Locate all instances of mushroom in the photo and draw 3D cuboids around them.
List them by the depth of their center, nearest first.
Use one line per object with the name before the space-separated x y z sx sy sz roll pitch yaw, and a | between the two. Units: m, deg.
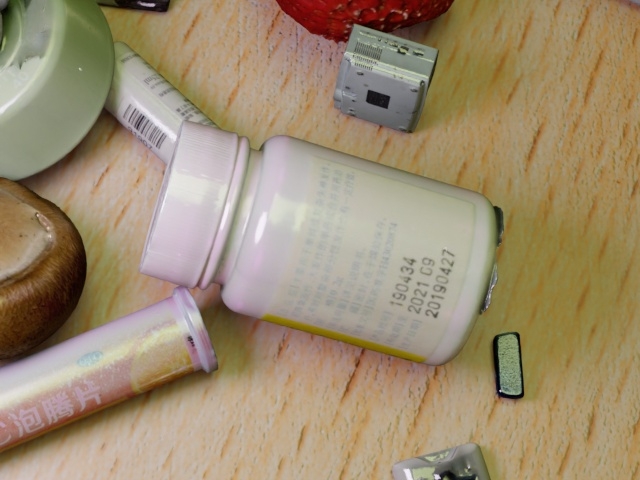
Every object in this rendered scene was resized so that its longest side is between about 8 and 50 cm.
mushroom | -0.390 0.035 1.619 0.253 0.153 0.253 2 47 -2

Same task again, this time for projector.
projector | 0.079 -0.198 1.764 0.115 0.147 0.061 19 68 3

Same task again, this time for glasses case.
glasses case | 0.226 0.152 1.707 0.033 0.023 0.083 -3 67 3

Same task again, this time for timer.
timer | -0.427 -0.247 1.618 0.291 0.315 0.290 -5 71 14

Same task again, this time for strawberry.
strawberry | 0.054 -0.367 1.795 0.277 0.257 0.257 17 64 -34

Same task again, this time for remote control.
remote control | 0.178 0.383 1.595 0.109 0.055 0.313 -13 70 -10

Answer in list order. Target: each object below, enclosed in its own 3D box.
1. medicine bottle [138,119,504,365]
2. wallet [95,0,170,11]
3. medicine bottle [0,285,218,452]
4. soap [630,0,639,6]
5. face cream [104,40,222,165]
medicine bottle | 0.000 0.000 1.617 0.379 0.213 0.213 17 68 -9
wallet | -0.286 -0.438 1.875 0.221 0.071 0.262 9 74 -2
medicine bottle | -0.331 0.181 1.611 0.426 0.108 0.108 -23 72 -11
soap | 0.414 -0.584 1.880 0.350 0.213 0.435 25 65 -8
face cream | -0.178 -0.135 1.755 0.269 0.082 0.082 42 71 12
